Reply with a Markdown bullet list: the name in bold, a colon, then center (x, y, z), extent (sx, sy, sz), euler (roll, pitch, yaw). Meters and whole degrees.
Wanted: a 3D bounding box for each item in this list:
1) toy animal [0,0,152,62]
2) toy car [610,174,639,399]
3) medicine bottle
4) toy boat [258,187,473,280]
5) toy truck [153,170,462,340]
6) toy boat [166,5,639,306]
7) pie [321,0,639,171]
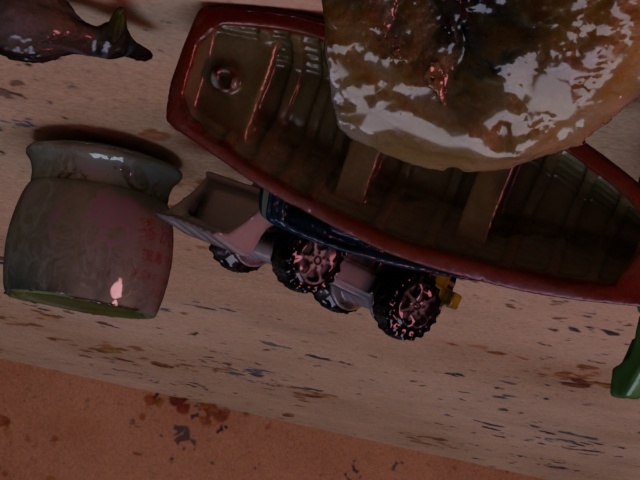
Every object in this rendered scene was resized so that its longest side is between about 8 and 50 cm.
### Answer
- **toy animal**: center (-0.205, -0.153, 1.175), extent (0.202, 0.070, 0.105), euler (13, 179, -23)
- **toy car**: center (0.347, 0.018, 1.205), extent (0.213, 0.176, 0.358), euler (13, 166, -16)
- **medicine bottle**: center (-0.200, -0.010, 1.543), extent (0.147, 0.143, 0.147), euler (10, 172, 1)
- **toy boat**: center (0.092, -0.020, 1.414), extent (0.299, 0.096, 0.061), euler (13, 177, -21)
- **toy truck**: center (0.000, 0.000, 1.518), extent (0.285, 0.111, 0.136), euler (24, 177, -37)
- **toy boat**: center (0.087, -0.050, 1.155), extent (0.392, 0.136, 0.079), euler (23, -161, 9)
- **pie**: center (0.083, -0.129, 0.844), extent (0.185, 0.052, 0.218), euler (-3, 121, 15)
